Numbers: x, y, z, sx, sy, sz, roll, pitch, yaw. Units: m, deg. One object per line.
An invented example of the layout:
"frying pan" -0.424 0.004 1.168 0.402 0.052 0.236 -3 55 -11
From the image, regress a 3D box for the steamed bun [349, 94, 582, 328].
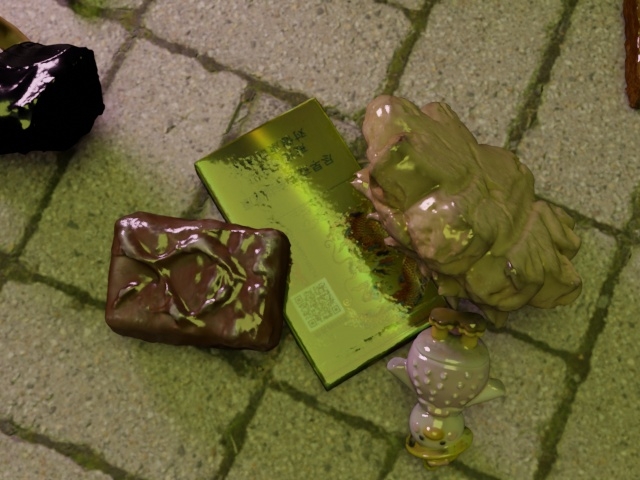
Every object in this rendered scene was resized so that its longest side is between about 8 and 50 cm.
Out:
"steamed bun" 0.142 -0.030 1.155 0.137 0.295 0.292 -47 52 31

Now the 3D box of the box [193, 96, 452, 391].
"box" 0.000 0.000 1.227 0.173 0.043 0.311 -30 77 -8

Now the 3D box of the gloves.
"gloves" -0.408 -0.178 1.214 0.301 0.152 0.197 27 55 12

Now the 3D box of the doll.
"doll" 0.133 0.164 1.131 0.129 0.081 0.207 11 117 9

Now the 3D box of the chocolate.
"chocolate" -0.145 0.044 1.163 0.214 0.093 0.148 4 82 12

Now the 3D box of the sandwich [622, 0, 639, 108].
"sandwich" 0.485 -0.248 1.290 0.215 0.065 0.186 0 75 0
